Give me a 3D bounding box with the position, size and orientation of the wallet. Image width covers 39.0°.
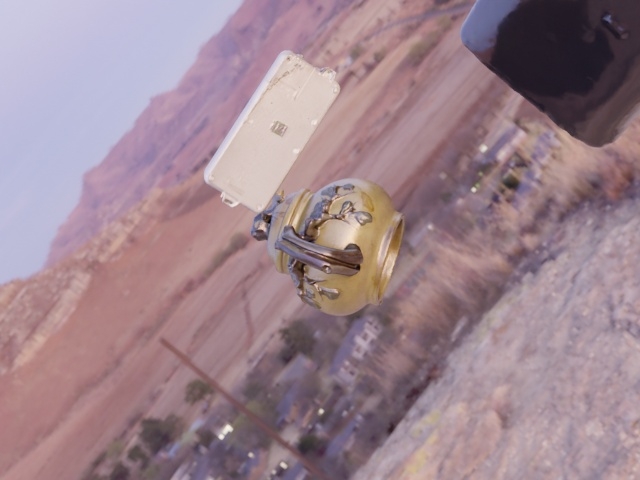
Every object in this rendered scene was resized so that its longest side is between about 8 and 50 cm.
[{"bbox_3d":[0.298,-0.265,0.896,0.062,0.228,0.406,-45,-7,-27],"label":"wallet"}]

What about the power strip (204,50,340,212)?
[{"bbox_3d":[-0.055,-0.122,1.025,0.192,0.081,0.035,-57,15,7],"label":"power strip"}]

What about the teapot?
[{"bbox_3d":[0.000,0.000,1.112,0.269,0.183,0.173,-23,-50,-75],"label":"teapot"}]
